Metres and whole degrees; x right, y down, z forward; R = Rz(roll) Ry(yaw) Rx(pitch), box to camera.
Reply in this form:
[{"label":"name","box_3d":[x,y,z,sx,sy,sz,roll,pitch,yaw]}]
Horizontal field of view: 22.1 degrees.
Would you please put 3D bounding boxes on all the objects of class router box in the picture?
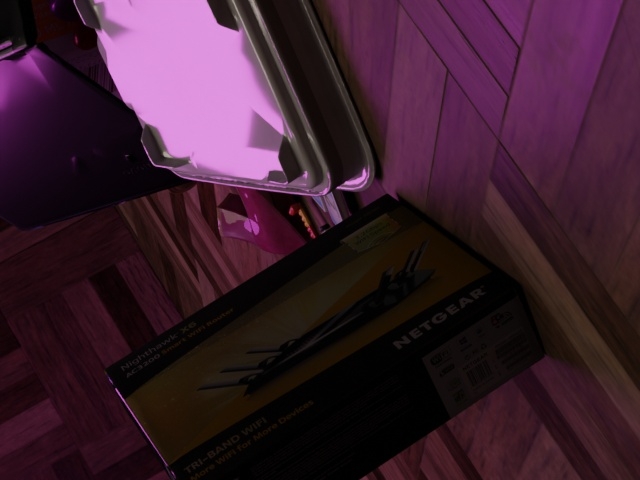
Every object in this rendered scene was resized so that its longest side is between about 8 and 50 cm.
[{"label":"router box","box_3d":[-0.004,0.104,1.382,0.243,0.309,0.081,40,160,59]}]

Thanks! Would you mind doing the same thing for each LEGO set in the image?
[{"label":"LEGO set","box_3d":[0.000,0.000,1.752,0.182,0.060,0.244,51,166,53]}]

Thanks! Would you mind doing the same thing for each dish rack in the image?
[{"label":"dish rack","box_3d":[-0.111,-0.161,1.557,0.333,0.072,0.285,10,132,53]}]

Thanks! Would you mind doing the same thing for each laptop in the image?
[{"label":"laptop","box_3d":[-0.363,-0.231,1.884,0.382,0.236,0.407,-14,86,43]}]

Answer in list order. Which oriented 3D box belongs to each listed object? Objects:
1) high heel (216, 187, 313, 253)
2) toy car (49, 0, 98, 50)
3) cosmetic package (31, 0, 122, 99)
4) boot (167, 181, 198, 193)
[{"label":"high heel","box_3d":[-0.065,-0.090,1.847,0.117,0.082,0.244,11,123,19]},{"label":"toy car","box_3d":[-0.248,-0.287,1.915,0.182,0.136,0.159,57,168,16]},{"label":"cosmetic package","box_3d":[-0.407,-0.372,2.120,0.453,0.230,0.161,55,155,22]},{"label":"boot","box_3d":[-0.220,-0.174,2.246,0.152,0.073,0.197,48,151,43]}]
